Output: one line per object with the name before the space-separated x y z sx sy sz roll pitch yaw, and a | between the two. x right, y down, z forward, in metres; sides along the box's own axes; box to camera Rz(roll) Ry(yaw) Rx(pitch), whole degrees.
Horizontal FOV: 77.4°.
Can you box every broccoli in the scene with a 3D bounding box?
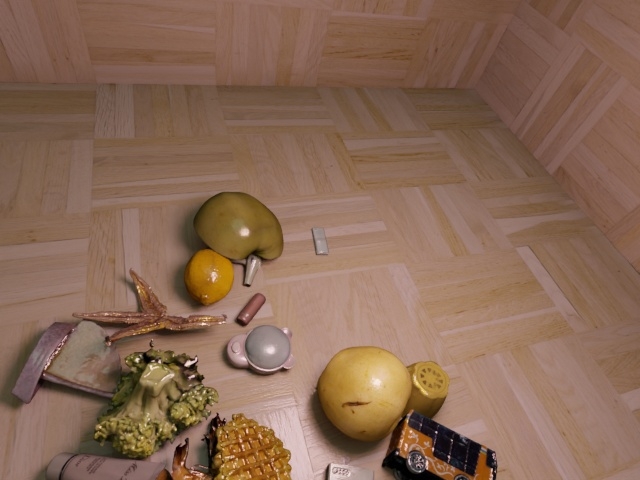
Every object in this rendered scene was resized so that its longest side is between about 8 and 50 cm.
broccoli | -0.506 0.454 1.198 0.348 0.280 0.293 -20 59 -44

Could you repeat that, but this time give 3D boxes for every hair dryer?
hair dryer | -0.347 0.117 1.678 0.200 0.067 0.167 -4 58 -4

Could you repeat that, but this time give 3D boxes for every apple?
apple | -0.346 -0.058 1.691 0.312 0.320 0.360 -35 56 -13

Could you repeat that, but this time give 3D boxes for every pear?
pear | 0.146 0.498 1.332 0.310 0.309 0.309 7 50 -9

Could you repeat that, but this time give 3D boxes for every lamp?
lamp | -0.215 0.388 1.447 0.246 0.107 0.179 1 47 -13

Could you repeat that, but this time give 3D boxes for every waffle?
waffle | -0.200 0.652 1.186 0.291 0.051 0.291 35 21 -16

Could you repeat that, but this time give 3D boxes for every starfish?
starfish | -0.603 0.251 1.402 0.398 0.132 0.384 32 24 33

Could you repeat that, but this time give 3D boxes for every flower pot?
flower pot | 0.363 0.526 1.433 0.195 0.179 0.195 7 48 -8

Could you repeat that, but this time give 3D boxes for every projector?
projector | 0.089 0.769 1.242 0.147 0.061 0.115 12 49 -4

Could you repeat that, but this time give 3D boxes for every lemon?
lemon | -0.431 0.138 1.546 0.189 0.188 0.256 2 58 -13

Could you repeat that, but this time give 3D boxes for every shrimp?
shrimp | -0.347 0.638 1.169 0.178 0.075 0.289 15 31 -28

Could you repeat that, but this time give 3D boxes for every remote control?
remote control | 0.000 0.000 1.868 0.061 0.029 0.162 0 51 -16

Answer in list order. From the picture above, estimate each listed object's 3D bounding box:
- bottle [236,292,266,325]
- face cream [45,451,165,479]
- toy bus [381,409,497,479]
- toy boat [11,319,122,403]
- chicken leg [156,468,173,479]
bottle | -0.270 0.269 1.565 0.053 0.053 0.140 29 50 10
face cream | -0.595 0.646 1.090 0.315 0.089 0.143 2 19 15
toy bus | 0.389 0.716 1.299 0.324 0.161 0.194 24 47 8
toy boat | -0.805 0.390 1.311 0.294 0.111 0.275 8 52 -23
chicken leg | -0.401 0.737 1.099 0.410 0.181 0.295 -8 38 -30
